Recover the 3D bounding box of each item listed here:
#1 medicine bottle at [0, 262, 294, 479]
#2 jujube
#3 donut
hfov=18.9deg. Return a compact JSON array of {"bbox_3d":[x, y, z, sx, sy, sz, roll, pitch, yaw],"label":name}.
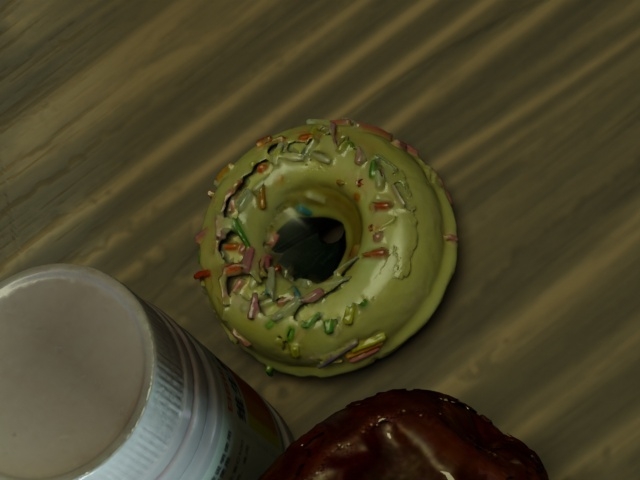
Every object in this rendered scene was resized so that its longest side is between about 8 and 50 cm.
[{"bbox_3d":[-0.107,0.110,1.087,0.133,0.250,0.133,-6,69,16],"label":"medicine bottle"},{"bbox_3d":[0.028,0.200,1.063,0.183,0.183,0.243,40,93,25],"label":"jujube"},{"bbox_3d":[0.000,0.000,1.195,0.174,0.068,0.175,-5,70,15],"label":"donut"}]
